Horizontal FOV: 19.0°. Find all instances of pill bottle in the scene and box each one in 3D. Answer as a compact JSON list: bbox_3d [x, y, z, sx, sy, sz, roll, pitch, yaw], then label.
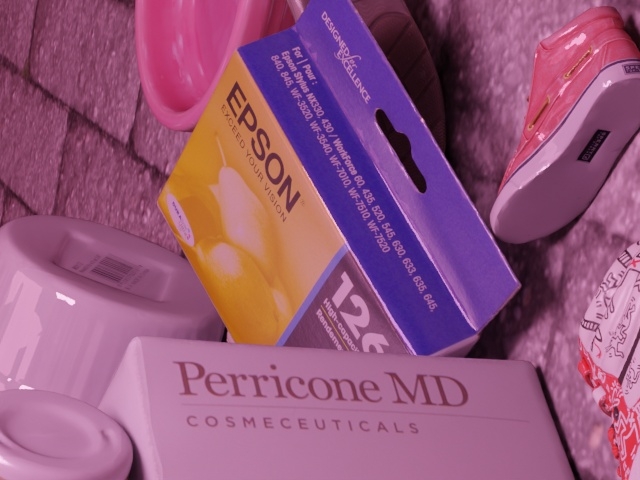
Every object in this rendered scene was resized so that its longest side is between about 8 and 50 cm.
[{"bbox_3d":[-0.196,0.202,1.244,0.112,0.112,0.186,52,130,56],"label":"pill bottle"}]

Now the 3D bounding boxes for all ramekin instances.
[{"bbox_3d":[-0.228,0.082,1.936,0.135,0.277,0.277,-68,29,16],"label":"ramekin"}]

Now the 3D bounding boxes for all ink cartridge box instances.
[{"bbox_3d":[0.000,0.000,1.512,0.303,0.072,0.307,60,148,22],"label":"ink cartridge box"}]

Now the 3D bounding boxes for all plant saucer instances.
[{"bbox_3d":[-0.096,-0.272,1.936,0.332,0.084,0.332,-175,90,-66],"label":"plant saucer"}]

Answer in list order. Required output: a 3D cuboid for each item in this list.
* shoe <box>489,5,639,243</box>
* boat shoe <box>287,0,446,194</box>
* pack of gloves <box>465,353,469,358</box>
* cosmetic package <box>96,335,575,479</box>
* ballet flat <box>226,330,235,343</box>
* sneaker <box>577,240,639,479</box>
[{"bbox_3d":[0.171,-0.081,1.354,0.178,0.063,0.081,-56,36,37],"label":"shoe"},{"bbox_3d":[0.036,-0.152,1.619,0.116,0.123,0.324,56,-157,-76],"label":"boat shoe"},{"bbox_3d":[0.053,0.122,1.580,0.232,0.046,0.195,123,145,-45],"label":"pack of gloves"},{"bbox_3d":[-0.003,0.323,1.322,0.327,0.329,0.393,120,145,-42],"label":"cosmetic package"},{"bbox_3d":[-0.063,0.071,1.812,0.072,0.068,0.213,121,145,-50],"label":"ballet flat"},{"bbox_3d":[0.216,0.127,1.182,0.145,0.090,0.270,-164,84,-66],"label":"sneaker"}]
